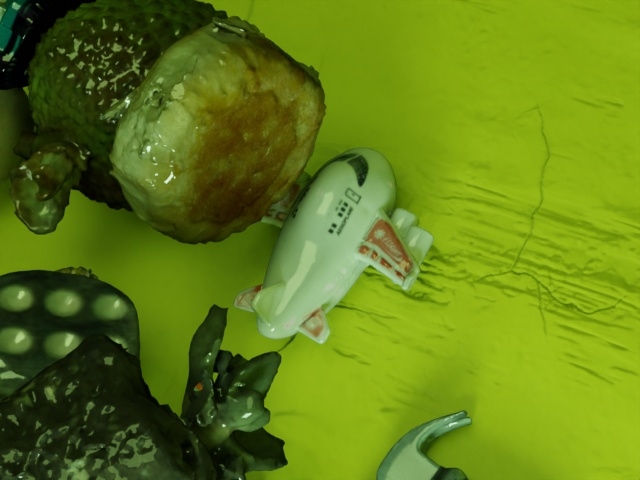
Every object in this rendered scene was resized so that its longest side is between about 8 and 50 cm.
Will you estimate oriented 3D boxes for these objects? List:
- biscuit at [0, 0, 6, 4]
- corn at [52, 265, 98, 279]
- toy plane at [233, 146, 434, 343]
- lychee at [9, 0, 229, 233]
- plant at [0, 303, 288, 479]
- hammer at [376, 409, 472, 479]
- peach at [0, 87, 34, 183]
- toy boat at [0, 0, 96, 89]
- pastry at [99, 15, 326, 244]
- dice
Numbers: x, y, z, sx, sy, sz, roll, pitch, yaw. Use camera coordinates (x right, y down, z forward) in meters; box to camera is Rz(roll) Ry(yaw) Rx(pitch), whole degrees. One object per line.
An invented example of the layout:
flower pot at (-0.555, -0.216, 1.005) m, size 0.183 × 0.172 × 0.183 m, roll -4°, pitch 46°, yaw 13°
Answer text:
biscuit at (-0.366, -0.356, 2.100) m, size 0.121 × 0.041 × 0.199 m, roll -14°, pitch 22°, yaw 15°
corn at (-0.365, 0.118, 1.870) m, size 0.260 × 0.091 × 0.091 m, roll -31°, pitch 23°, yaw 2°
toy plane at (0.001, 0.002, 1.788) m, size 0.252 × 0.118 × 0.252 m, roll -8°, pitch 59°, yaw 13°
lychee at (-0.218, -0.157, 1.870) m, size 0.320 × 0.270 × 0.270 m, roll -9°, pitch 53°, yaw -26°
plant at (-0.167, 0.205, 1.544) m, size 0.312 × 0.215 × 0.213 m, roll -22°, pitch 53°, yaw -7°
hammer at (0.158, 0.275, 1.625) m, size 0.226 × 0.041 × 0.159 m, roll 31°, pitch 78°, yaw 31°
peach at (-0.474, -0.141, 1.985) m, size 0.232 × 0.232 × 0.232 m, roll -9°, pitch 60°, yaw 15°
toy boat at (-0.351, -0.264, 1.957) m, size 0.092 × 0.299 × 0.134 m, roll 31°, pitch 102°, yaw 3°
pastry at (-0.112, -0.114, 1.702) m, size 0.121 × 0.257 × 0.236 m, roll 37°, pitch 95°, yaw 34°
dice at (-0.294, 0.152, 1.734) m, size 0.182 × 0.183 × 0.181 m, roll 5°, pitch 39°, yaw -14°
